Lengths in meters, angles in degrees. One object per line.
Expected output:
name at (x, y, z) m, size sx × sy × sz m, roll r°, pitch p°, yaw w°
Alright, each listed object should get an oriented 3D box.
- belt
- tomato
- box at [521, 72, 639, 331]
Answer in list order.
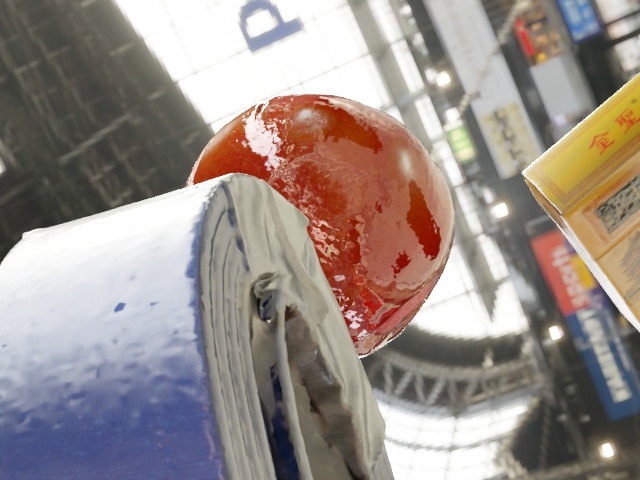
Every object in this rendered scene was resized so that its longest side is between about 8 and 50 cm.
belt at (-0.035, 0.147, 0.623) m, size 0.212 × 0.117 × 0.347 m, roll -22°, pitch -83°, yaw -71°
tomato at (0.000, 0.000, 1.380) m, size 0.298 × 0.298 × 0.226 m, roll 51°, pitch -136°, yaw -46°
box at (0.327, -0.028, 1.297) m, size 0.274 × 0.174 × 0.076 m, roll 45°, pitch -176°, yaw -45°
